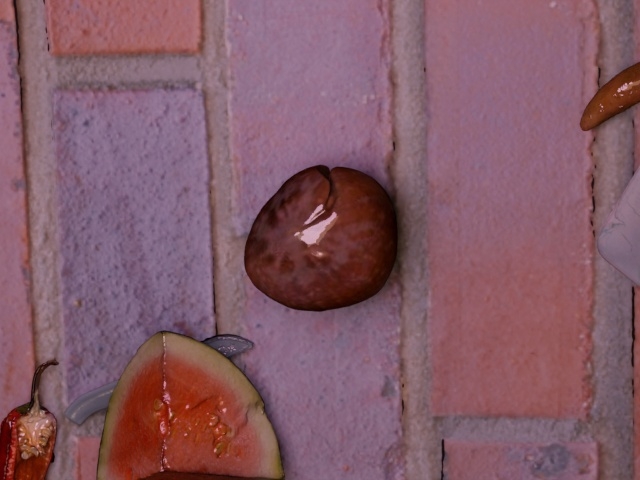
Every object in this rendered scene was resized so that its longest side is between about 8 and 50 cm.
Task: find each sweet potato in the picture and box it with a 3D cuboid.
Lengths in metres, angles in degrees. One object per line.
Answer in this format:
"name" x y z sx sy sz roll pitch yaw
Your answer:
"sweet potato" 0.310 -0.161 1.860 0.044 0.044 0.179 46 106 -2

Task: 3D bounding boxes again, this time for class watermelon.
"watermelon" -0.137 0.172 1.972 0.193 0.137 0.145 -5 76 8

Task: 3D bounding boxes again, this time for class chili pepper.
"chili pepper" -0.310 0.242 2.040 0.050 0.059 0.268 29 112 42

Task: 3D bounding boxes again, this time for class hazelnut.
"hazelnut" 0.000 0.000 1.894 0.154 0.143 0.143 -29 96 15

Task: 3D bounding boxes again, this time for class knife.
"knife" -0.164 0.136 2.009 0.210 0.015 0.028 -25 90 12

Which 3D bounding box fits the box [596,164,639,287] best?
"box" 0.391 0.035 1.829 0.285 0.044 0.142 40 118 23
